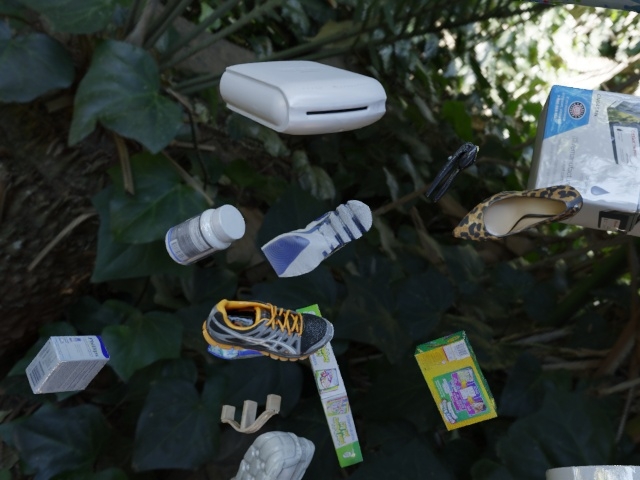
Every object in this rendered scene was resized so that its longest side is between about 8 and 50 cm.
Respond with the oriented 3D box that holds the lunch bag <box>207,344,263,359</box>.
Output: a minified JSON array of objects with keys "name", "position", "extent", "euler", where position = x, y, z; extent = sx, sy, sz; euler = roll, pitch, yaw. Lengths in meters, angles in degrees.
[{"name":"lunch bag","position":[-0.259,0.332,2.005],"extent":[0.151,0.096,0.129],"euler":[18,8,40]}]

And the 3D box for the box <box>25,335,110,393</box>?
[{"name":"box","position":[-0.597,0.292,1.498],"extent":[0.137,0.126,0.072],"euler":[12,36,-54]}]

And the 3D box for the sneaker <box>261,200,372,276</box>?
[{"name":"sneaker","position":[0.001,-0.001,1.795],"extent":[0.127,0.315,0.182],"euler":[62,1,2]}]

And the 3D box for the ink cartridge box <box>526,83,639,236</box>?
[{"name":"ink cartridge box","position":[0.702,-0.176,1.464],"extent":[0.166,0.395,0.285],"euler":[65,37,-72]}]

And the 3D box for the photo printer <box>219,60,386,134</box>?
[{"name":"photo printer","position":[-0.033,-0.303,1.327],"extent":[0.256,0.107,0.307],"euler":[-12,28,-30]}]

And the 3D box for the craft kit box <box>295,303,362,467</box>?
[{"name":"craft kit box","position":[0.017,0.307,1.344],"extent":[0.247,0.061,0.250],"euler":[-107,-177,-49]}]

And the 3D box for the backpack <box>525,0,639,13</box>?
[{"name":"backpack","position":[0.416,-0.403,0.771],"extent":[0.355,0.290,0.273],"euler":[13,38,8]}]

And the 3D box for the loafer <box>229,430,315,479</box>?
[{"name":"loafer","position":[-0.120,0.466,1.141],"extent":[0.111,0.319,0.112],"euler":[15,33,-37]}]

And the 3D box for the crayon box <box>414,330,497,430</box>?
[{"name":"crayon box","position":[0.430,0.445,2.005],"extent":[0.278,0.165,0.081],"euler":[66,18,-6]}]

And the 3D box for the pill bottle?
[{"name":"pill bottle","position":[-0.208,-0.011,1.149],"extent":[0.078,0.137,0.078],"euler":[36,43,-42]}]

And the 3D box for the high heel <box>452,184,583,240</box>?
[{"name":"high heel","position":[0.386,-0.051,1.273],"extent":[0.186,0.261,0.093],"euler":[-27,97,-74]}]

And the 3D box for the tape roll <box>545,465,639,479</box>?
[{"name":"tape roll","position":[0.591,0.555,1.278],"extent":[0.246,0.246,0.169],"euler":[24,58,-40]}]

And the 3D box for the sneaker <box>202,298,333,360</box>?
[{"name":"sneaker","position":[-0.081,0.140,1.029],"extent":[0.215,0.083,0.084],"euler":[4,50,-14]}]

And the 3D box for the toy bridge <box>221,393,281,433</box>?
[{"name":"toy bridge","position":[-0.147,0.358,1.287],"extent":[0.026,0.188,0.063],"euler":[25,56,-32]}]

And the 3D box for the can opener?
[{"name":"can opener","position":[0.344,-0.183,1.673],"extent":[0.059,0.186,0.073],"euler":[45,13,17]}]
